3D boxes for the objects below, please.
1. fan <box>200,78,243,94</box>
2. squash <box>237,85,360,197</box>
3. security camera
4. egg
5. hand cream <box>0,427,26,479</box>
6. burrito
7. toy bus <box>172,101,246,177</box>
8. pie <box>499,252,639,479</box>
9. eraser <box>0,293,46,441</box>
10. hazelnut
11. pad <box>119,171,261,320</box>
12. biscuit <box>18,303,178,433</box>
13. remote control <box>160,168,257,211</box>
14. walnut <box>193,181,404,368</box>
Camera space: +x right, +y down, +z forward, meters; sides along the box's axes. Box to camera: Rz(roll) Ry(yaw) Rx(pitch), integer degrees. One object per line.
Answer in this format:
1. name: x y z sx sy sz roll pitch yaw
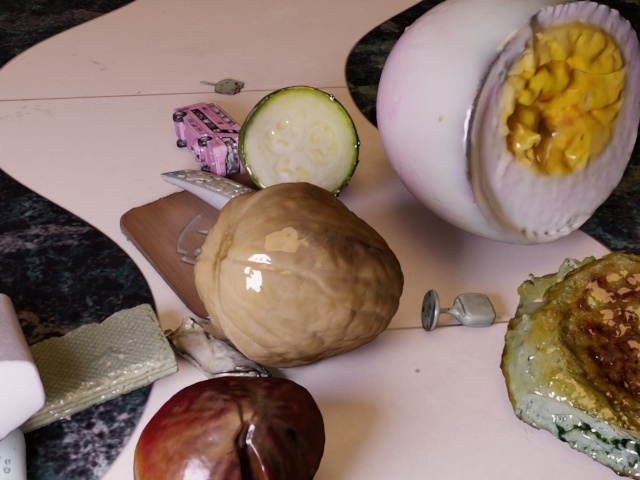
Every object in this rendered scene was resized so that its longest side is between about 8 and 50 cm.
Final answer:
1. fan: -0.184 -0.286 1.745 0.083 0.004 0.056 11 39 12
2. squash: -0.037 -0.142 1.475 0.189 0.189 0.260 -4 2 -7
3. security camera: 0.181 0.093 1.224 0.092 0.058 0.058 6 35 -14
4. egg: 0.230 -0.196 1.373 0.354 0.354 0.340 -21 28 -27
5. hand cream: -0.335 0.312 0.912 0.109 0.067 0.320 -5 42 -7
6. burrito: -0.125 0.145 1.145 0.171 0.042 0.051 27 61 37
7. toy bus: -0.176 -0.167 1.525 0.090 0.063 0.203 -16 33 -20
8. pie: 0.376 0.140 1.116 0.355 0.103 0.288 27 50 28
9. eraser: -0.405 0.141 1.025 0.174 0.094 0.270 -18 18 -19
10. hazelnut: -0.087 0.213 0.952 0.204 0.178 0.178 -11 38 -29
11. pad: -0.112 -0.007 1.365 0.284 0.018 0.286 -21 42 -28
12. biscuit: -0.278 0.148 1.116 0.199 0.040 0.121 -21 40 -14
13. remote control: -0.139 -0.062 1.390 0.229 0.044 0.073 21 24 33
14. walnut: -0.023 0.043 1.133 0.261 0.225 0.225 13 21 -46
